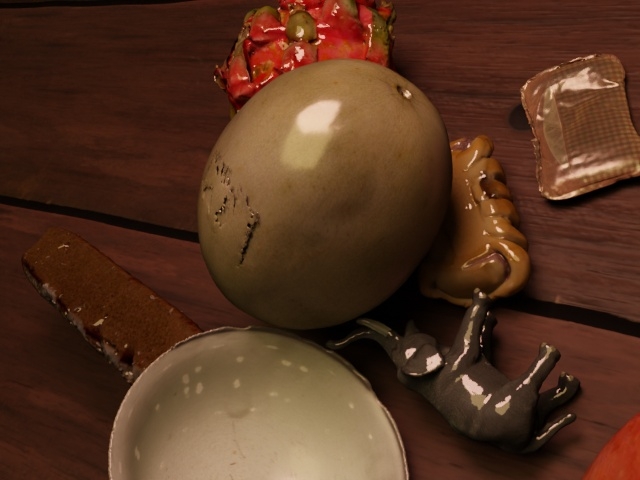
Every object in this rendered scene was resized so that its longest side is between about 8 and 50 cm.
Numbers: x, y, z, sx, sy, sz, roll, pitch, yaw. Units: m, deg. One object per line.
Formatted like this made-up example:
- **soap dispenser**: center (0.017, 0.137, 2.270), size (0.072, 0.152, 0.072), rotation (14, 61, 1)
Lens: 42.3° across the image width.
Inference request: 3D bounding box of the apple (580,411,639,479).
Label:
- **apple**: center (0.327, 0.266, 0.506), size (0.364, 0.364, 0.364), rotation (-16, 52, 22)

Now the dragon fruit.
- **dragon fruit**: center (-0.011, -0.219, 1.144), size (0.231, 0.237, 0.302), rotation (8, 57, 41)

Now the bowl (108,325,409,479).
- **bowl**: center (-0.072, 0.262, 0.888), size (0.313, 0.146, 0.313), rotation (9, 50, -11)

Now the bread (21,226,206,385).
- **bread**: center (-0.252, 0.118, 1.113), size (0.416, 0.165, 0.113), rotation (29, 72, 42)

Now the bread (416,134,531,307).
- **bread**: center (0.174, -0.021, 0.993), size (0.134, 0.081, 0.225), rotation (-24, 51, 24)

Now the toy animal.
- **toy animal**: center (0.146, 0.124, 0.884), size (0.269, 0.082, 0.137), rotation (30, 79, 28)

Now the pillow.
- **pillow**: center (0.320, -0.144, 1.017), size (0.135, 0.034, 0.211), rotation (-20, 49, 22)

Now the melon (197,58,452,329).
- **melon**: center (-0.006, -0.042, 0.927), size (0.330, 0.268, 0.268), rotation (-49, 41, 31)
